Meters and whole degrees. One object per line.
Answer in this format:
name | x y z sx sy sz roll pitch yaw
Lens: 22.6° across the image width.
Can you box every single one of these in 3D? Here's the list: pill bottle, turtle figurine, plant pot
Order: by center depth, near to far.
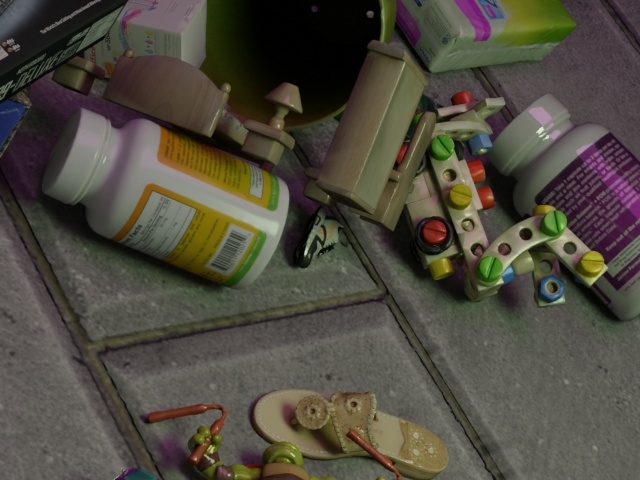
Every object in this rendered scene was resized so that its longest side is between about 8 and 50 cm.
turtle figurine | -0.048 0.255 1.573 0.270 0.087 0.217 17 23 -9
pill bottle | -0.170 -0.051 1.738 0.246 0.136 0.136 24 41 -20
plant pot | -0.014 -0.300 2.044 0.275 0.275 0.293 43 22 3
pill bottle | 0.368 -0.051 2.157 0.301 0.169 0.169 48 39 9

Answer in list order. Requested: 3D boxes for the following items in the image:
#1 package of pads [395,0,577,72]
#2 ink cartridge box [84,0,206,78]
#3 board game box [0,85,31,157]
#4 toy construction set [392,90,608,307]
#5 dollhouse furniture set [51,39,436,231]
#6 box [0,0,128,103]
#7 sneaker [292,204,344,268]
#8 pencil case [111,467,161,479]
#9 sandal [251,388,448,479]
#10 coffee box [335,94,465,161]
package of pads | 0.216 -0.373 2.401 0.296 0.101 0.229 -11 62 -46
ink cartridge box | -0.216 -0.246 1.895 0.143 0.092 0.090 12 43 10
board game box | -0.435 -0.234 1.695 0.232 0.141 0.291 17 44 -27
toy construction set | 0.202 -0.057 2.013 0.215 0.151 0.327 -17 61 -7
dollhouse furniture set | -0.073 -0.172 1.841 0.356 0.173 0.303 21 -4 19
box | -0.369 -0.249 1.586 0.242 0.076 0.307 42 39 3
sneaker | 0.000 0.000 1.908 0.044 0.040 0.109 37 39 -8
pencil case | -0.215 0.254 1.464 0.152 0.064 0.070 -9 75 -45
sandal | 0.048 0.192 1.729 0.240 0.079 0.088 19 43 -25
coffee box | 0.111 -0.163 2.157 0.184 0.040 0.113 31 39 -12
